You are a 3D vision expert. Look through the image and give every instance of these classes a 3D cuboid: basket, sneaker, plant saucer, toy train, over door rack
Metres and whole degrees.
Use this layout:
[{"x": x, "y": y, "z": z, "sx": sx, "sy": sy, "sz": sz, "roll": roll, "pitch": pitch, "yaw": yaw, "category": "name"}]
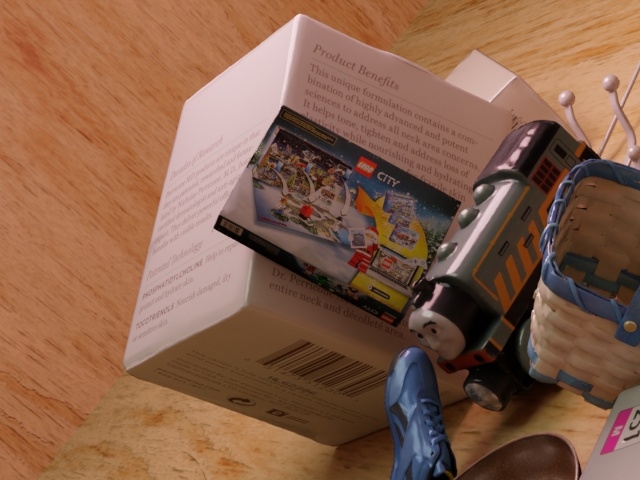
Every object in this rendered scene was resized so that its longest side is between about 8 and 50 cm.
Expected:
[{"x": 0.312, "y": 0.000, "z": 1.672, "sx": 0.255, "sy": 0.201, "sz": 0.289, "roll": -64, "pitch": -10, "yaw": -48, "category": "basket"}, {"x": 0.116, "y": 0.213, "z": 1.890, "sx": 0.082, "sy": 0.069, "sz": 0.209, "roll": -16, "pitch": 67, "yaw": 48, "category": "sneaker"}, {"x": 0.144, "y": 0.316, "z": 1.691, "sx": 0.310, "sy": 0.050, "sz": 0.310, "roll": -43, "pitch": 14, "yaw": 14, "category": "plant saucer"}, {"x": 0.224, "y": 0.025, "z": 1.971, "sx": 0.334, "sy": 0.190, "sz": 0.142, "roll": -54, "pitch": 14, "yaw": -27, "category": "toy train"}, {"x": 0.412, "y": -0.197, "z": 2.205, "sx": 0.324, "sy": 0.108, "sz": 0.239, "roll": -52, "pitch": 15, "yaw": -18, "category": "over door rack"}]

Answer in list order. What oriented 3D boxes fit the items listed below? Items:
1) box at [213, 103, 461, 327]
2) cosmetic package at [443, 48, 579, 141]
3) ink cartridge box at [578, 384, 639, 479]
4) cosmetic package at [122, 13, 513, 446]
[{"x": 0.020, "y": -0.028, "z": 1.981, "sx": 0.159, "sy": 0.233, "sz": 0.044, "roll": -61, "pitch": 0, "yaw": -26, "category": "box"}, {"x": 0.251, "y": -0.160, "z": 2.511, "sx": 0.129, "sy": 0.153, "sz": 0.296, "roll": -45, "pitch": 12, "yaw": 6, "category": "cosmetic package"}, {"x": 0.302, "y": 0.210, "z": 1.484, "sx": 0.239, "sy": 0.060, "sz": 0.275, "roll": -33, "pitch": 20, "yaw": 51, "category": "ink cartridge box"}, {"x": 0.000, "y": 0.000, "z": 2.213, "sx": 0.327, "sy": 0.329, "sz": 0.394, "roll": -30, "pitch": 43, "yaw": 54, "category": "cosmetic package"}]
